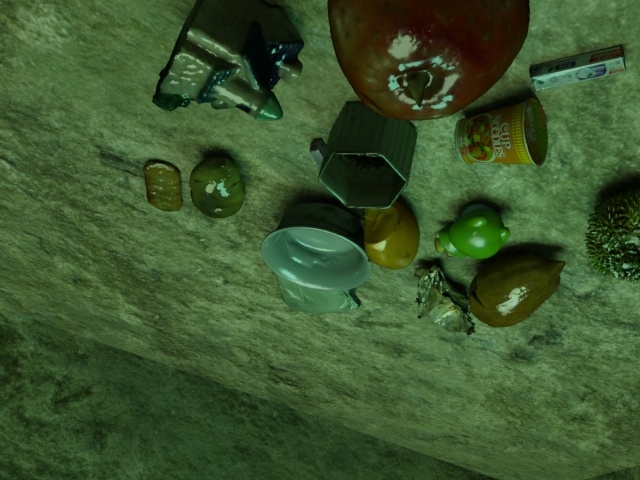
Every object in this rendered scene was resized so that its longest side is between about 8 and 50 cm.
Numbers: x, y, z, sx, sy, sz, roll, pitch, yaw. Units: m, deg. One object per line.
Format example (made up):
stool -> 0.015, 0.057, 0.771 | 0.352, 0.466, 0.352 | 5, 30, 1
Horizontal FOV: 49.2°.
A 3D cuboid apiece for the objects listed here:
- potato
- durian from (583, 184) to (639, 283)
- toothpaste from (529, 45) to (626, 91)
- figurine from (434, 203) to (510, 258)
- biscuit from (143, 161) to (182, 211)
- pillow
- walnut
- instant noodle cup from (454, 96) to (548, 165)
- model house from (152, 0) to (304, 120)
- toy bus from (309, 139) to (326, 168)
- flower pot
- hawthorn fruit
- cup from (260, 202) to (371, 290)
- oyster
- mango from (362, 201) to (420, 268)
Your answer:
potato -> -0.307, -0.154, 2.083 | 0.169, 0.144, 0.248 | 5, 155, 5
durian -> 0.829, -0.016, 1.827 | 0.291, 0.225, 0.291 | 1, 110, 2
toothpaste -> 0.563, -0.376, 1.537 | 0.196, 0.040, 0.047 | -8, 145, 29
figurine -> 0.435, -0.011, 2.041 | 0.162, 0.143, 0.263 | 30, 154, -13
biscuit -> -0.500, -0.170, 2.225 | 0.118, 0.029, 0.247 | 8, 146, -4
pillow -> -0.018, 0.152, 2.428 | 0.309, 0.138, 0.283 | 3, 145, 20
walnut -> 0.601, 0.138, 2.147 | 0.209, 0.209, 0.336 | 34, 128, -28
instant noodle cup -> 0.431, -0.250, 1.682 | 0.185, 0.168, 0.168 | -2, 144, 36
model house -> -0.185, -0.390, 1.538 | 0.284, 0.299, 0.243 | 23, 140, -17
toy bus -> 0.012, -0.222, 1.945 | 0.036, 0.052, 0.131 | -7, 141, 26
flower pot -> 0.123, -0.218, 1.791 | 0.209, 0.190, 0.239 | 20, 145, -8
hawthorn fruit -> 0.197, -0.399, 1.326 | 0.402, 0.403, 0.403 | 9, 146, 6
cup -> 0.000, 0.000, 2.175 | 0.347, 0.163, 0.347 | 10, 147, 6
oyster -> 0.401, 0.203, 2.362 | 0.197, 0.133, 0.337 | -9, 138, 34
mango -> 0.223, -0.004, 2.086 | 0.138, 0.187, 0.257 | 9, 166, 31
